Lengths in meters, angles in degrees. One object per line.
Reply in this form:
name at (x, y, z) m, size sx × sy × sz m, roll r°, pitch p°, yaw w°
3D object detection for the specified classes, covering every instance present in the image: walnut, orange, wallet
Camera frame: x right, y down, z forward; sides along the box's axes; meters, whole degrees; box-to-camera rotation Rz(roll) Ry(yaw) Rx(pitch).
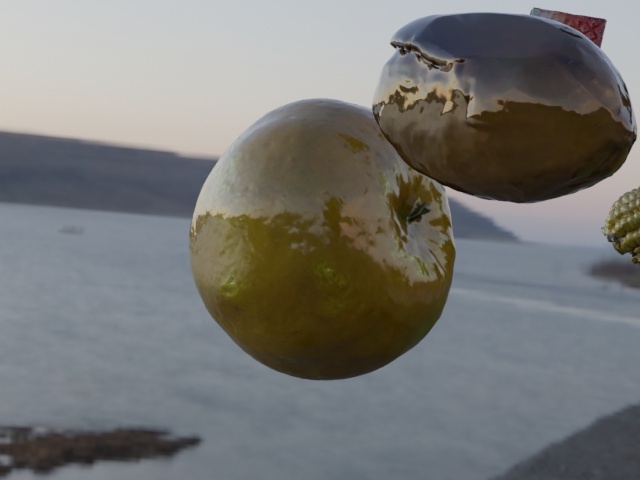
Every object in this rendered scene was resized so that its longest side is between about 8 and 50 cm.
walnut at (0.122, -0.096, 0.953) m, size 0.137 × 0.137 × 0.245 m, roll 4°, pitch 10°, yaw -44°
orange at (0.000, 0.000, 1.320) m, size 0.235 × 0.279 × 0.279 m, roll -17°, pitch -11°, yaw 32°
wallet at (0.305, -0.208, 1.762) m, size 0.103 × 0.196 × 0.020 m, roll 13°, pitch -14°, yaw 11°

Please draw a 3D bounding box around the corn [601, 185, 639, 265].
corn at (0.452, -0.071, 1.504) m, size 0.291 × 0.101 × 0.101 m, roll -38°, pitch -18°, yaw 21°
